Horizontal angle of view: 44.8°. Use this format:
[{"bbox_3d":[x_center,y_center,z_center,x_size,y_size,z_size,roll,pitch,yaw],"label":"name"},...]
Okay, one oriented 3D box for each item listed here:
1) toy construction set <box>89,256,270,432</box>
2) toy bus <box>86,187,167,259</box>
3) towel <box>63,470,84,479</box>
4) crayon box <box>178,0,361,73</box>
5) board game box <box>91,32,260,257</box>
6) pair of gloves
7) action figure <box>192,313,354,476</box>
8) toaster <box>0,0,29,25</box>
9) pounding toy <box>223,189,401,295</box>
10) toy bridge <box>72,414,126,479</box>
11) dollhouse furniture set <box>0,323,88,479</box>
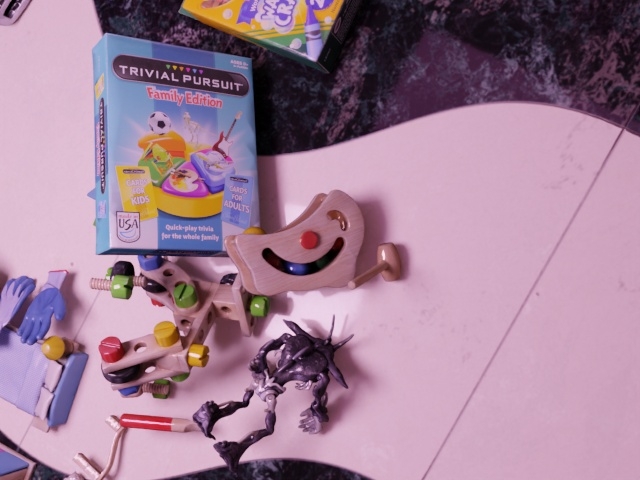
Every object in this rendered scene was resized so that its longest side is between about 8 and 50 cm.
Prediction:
[{"bbox_3d":[-0.210,0.171,1.266,0.237,0.257,0.308,5,108,6],"label":"toy construction set"},{"bbox_3d":[-0.324,-0.072,1.361,0.202,0.104,0.191,39,98,17],"label":"toy bus"},{"bbox_3d":[-0.489,0.569,1.394,0.282,0.049,0.187,-42,76,10],"label":"towel"},{"bbox_3d":[-0.092,-0.441,1.326,0.323,0.083,0.203,26,94,18],"label":"crayon box"},{"bbox_3d":[-0.230,-0.144,1.254,0.079,0.254,0.336,-16,75,56],"label":"board game box"},{"bbox_3d":[-0.533,0.124,1.408,0.198,0.023,0.159,-7,51,25],"label":"pair of gloves"},{"bbox_3d":[-0.064,0.237,1.242,0.276,0.141,0.164,-37,66,-15],"label":"action figure"},{"bbox_3d":[-0.633,-0.515,1.482,0.146,0.129,0.227,38,96,14],"label":"toaster"},{"bbox_3d":[0.000,0.000,1.199,0.270,0.155,0.154,-6,90,-21],"label":"pounding toy"},{"bbox_3d":[-0.408,0.401,1.368,0.063,0.026,0.188,38,81,13],"label":"toy bridge"},{"bbox_3d":[-0.620,0.269,1.381,0.286,0.198,0.303,22,92,18],"label":"dollhouse furniture set"}]
